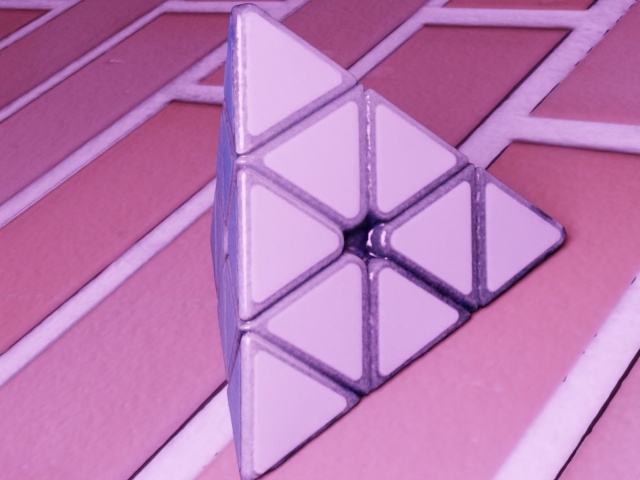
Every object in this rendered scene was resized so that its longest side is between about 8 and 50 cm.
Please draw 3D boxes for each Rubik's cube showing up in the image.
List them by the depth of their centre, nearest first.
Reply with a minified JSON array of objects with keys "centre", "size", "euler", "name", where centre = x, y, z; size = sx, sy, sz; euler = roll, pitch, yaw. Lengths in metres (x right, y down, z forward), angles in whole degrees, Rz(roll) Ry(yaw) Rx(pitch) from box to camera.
[{"centre":[0.000,-0.001,0.801],"size":[0.228,0.229,0.233],"euler":[47,20,18],"name":"Rubik's cube"}]
